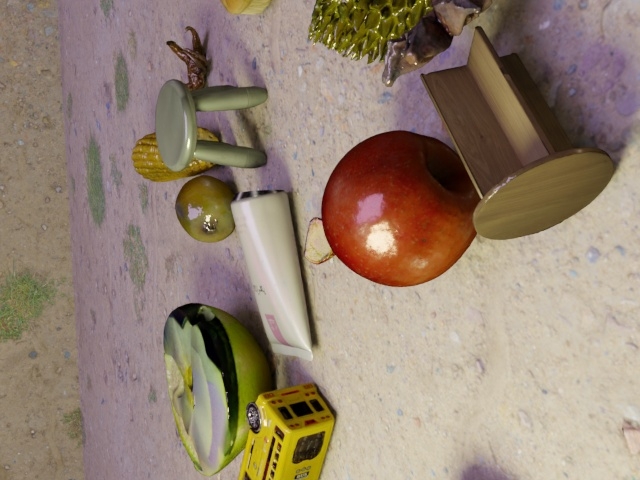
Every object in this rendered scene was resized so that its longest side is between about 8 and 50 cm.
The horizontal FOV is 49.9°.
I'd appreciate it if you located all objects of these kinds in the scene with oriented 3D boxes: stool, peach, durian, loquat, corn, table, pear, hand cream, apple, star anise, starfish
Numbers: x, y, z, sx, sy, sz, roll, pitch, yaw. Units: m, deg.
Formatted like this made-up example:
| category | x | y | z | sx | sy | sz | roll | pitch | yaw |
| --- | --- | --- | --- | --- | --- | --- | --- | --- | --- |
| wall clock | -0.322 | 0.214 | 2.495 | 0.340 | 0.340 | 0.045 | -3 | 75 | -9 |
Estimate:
| category | x | y | z | sx | sy | sz | roll | pitch | yaw |
| --- | --- | --- | --- | --- | --- | --- | --- | --- | --- |
| stool | -0.239 | -0.250 | 1.509 | 0.195 | 0.199 | 0.195 | 22 | 112 | 57 |
| peach | 0.000 | 0.000 | 1.305 | 0.077 | 0.050 | 0.083 | -37 | 72 | 28 |
| durian | 0.111 | -0.420 | 1.050 | 0.394 | 0.163 | 0.198 | -56 | 11 | 40 |
| loquat | -0.275 | -0.081 | 1.647 | 0.195 | 0.152 | 0.152 | 60 | 141 | 45 |
| corn | -0.381 | -0.227 | 1.794 | 0.387 | 0.144 | 0.143 | -2 | 93 | 54 |
| table | 0.224 | -0.138 | 0.842 | 0.167 | 0.167 | 0.226 | -55 | 45 | 46 |
| pear | -0.226 | 0.329 | 1.609 | 0.399 | 0.165 | 0.398 | 14 | 107 | 56 |
| hand cream | -0.097 | 0.070 | 1.428 | 0.186 | 0.118 | 0.358 | -6 | 97 | 58 |
| apple | 0.112 | -0.044 | 0.968 | 0.201 | 0.218 | 0.218 | -49 | 54 | 39 |
| star anise | 0.168 | -0.294 | 0.877 | 0.063 | 0.208 | 0.172 | 47 | 157 | -10 |
| starfish | -0.337 | -0.452 | 1.740 | 0.146 | 0.074 | 0.189 | 44 | 131 | 44 |

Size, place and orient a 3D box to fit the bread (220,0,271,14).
| category | x | y | z | sx | sy | sz | roll | pitch | yaw |
| --- | --- | --- | --- | --- | --- | --- | --- | --- | --- |
| bread | -0.143 | -0.559 | 1.370 | 0.236 | 0.106 | 0.139 | -49 | 58 | 56 |

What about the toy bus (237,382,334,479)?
| category | x | y | z | sx | sy | sz | roll | pitch | yaw |
| --- | --- | --- | --- | --- | --- | --- | --- | --- | --- |
| toy bus | -0.081 | 0.462 | 1.422 | 0.151 | 0.145 | 0.331 | 42 | 128 | 45 |
